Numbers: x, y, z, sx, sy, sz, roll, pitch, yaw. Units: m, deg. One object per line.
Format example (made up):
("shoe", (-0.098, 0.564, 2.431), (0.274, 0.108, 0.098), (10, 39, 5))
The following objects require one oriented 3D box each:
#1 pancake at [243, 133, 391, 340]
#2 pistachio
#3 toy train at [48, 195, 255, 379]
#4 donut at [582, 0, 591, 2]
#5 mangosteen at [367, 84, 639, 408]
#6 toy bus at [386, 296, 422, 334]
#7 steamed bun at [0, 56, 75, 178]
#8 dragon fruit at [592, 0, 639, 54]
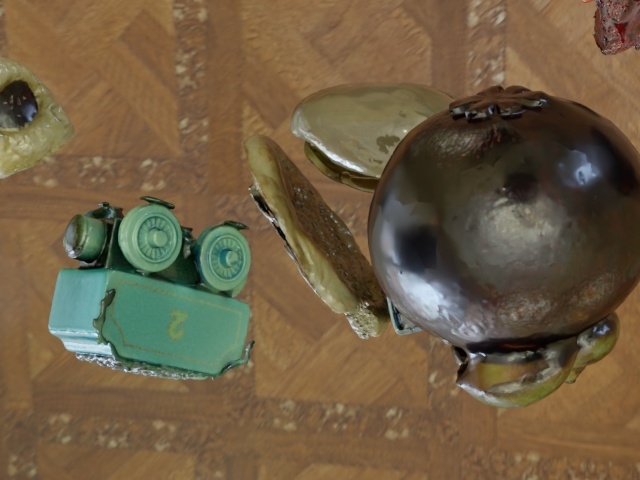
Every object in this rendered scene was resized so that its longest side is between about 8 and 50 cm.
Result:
("pancake", (-0.001, 0.001, 1.943), (0.071, 0.382, 0.382), (-34, 95, 10))
("pistachio", (0.097, -0.163, 1.774), (0.288, 0.197, 0.166), (15, 150, 24))
("toy train", (-0.160, 0.051, 1.180), (0.112, 0.203, 0.162), (-1, 77, 49))
("donut", (0.196, -0.335, 0.719), (0.143, 0.382, 0.382), (19, 111, -17))
("mangosteen", (0.209, 0.012, 1.283), (0.307, 0.307, 0.346), (-8, 110, 16))
("toy bus", (0.261, 0.050, 1.888), (0.312, 0.190, 0.151), (-10, 90, 8))
("steamed bun", (-0.452, -0.187, 1.700), (0.172, 0.141, 0.155), (19, 140, 47))
("dragon fruit", (0.435, -0.298, 1.634), (0.131, 0.063, 0.097), (-12, 141, 10))
